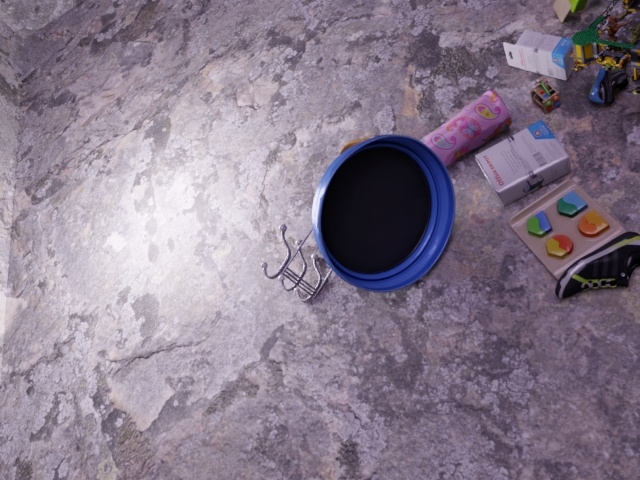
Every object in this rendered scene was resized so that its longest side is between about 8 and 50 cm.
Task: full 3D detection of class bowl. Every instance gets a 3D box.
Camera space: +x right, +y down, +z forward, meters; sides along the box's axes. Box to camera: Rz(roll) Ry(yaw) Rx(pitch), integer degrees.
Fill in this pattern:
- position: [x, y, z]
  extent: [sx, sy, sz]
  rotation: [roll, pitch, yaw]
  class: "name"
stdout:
- position: [0.156, -0.068, 1.472]
  extent: [0.391, 0.391, 0.077]
  rotation: [-53, 28, -6]
  class: "bowl"

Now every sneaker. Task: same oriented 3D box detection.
- position: [0.764, -0.429, 1.534]
  extent: [0.078, 0.067, 0.188]
  rotation: [27, 77, 13]
  class: "sneaker"
- position: [0.641, 0.071, 1.318]
  extent: [0.235, 0.084, 0.097]
  rotation: [-36, 56, 7]
  class: "sneaker"

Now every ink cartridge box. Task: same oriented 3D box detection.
- position: [0.604, -0.515, 1.626]
  extent: [0.180, 0.104, 0.060]
  rotation: [30, 82, 35]
  class: "ink cartridge box"
- position: [0.520, -0.198, 1.520]
  extent: [0.191, 0.082, 0.139]
  rotation: [-29, 55, 13]
  class: "ink cartridge box"

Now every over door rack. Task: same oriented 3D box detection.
- position: [0.000, 0.000, 1.593]
  extent: [0.324, 0.239, 0.108]
  rotation: [-47, 59, -1]
  class: "over door rack"

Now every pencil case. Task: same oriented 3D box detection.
- position: [0.378, -0.289, 1.619]
  extent: [0.284, 0.124, 0.124]
  rotation: [-34, 55, 10]
  class: "pencil case"

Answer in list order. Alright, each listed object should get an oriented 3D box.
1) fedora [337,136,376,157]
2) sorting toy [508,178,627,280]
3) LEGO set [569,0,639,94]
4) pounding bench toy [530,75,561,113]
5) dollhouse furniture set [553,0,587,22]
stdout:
- position: [0.115, -0.244, 1.755]
  extent: [0.194, 0.079, 0.194]
  rotation: [-12, 60, 21]
  class: "fedora"
- position: [0.591, -0.032, 1.425]
  extent: [0.193, 0.038, 0.208]
  rotation: [-35, 55, 7]
  class: "sorting toy"
- position: [0.787, -0.476, 1.448]
  extent: [0.255, 0.192, 0.331]
  rotation: [23, 67, 41]
  class: "LEGO set"
- position: [0.602, -0.390, 1.576]
  extent: [0.052, 0.083, 0.065]
  rotation: [-34, 54, 8]
  class: "pounding bench toy"
- position: [0.802, -0.756, 1.674]
  extent: [0.302, 0.151, 0.197]
  rotation: [-20, 77, -3]
  class: "dollhouse furniture set"
